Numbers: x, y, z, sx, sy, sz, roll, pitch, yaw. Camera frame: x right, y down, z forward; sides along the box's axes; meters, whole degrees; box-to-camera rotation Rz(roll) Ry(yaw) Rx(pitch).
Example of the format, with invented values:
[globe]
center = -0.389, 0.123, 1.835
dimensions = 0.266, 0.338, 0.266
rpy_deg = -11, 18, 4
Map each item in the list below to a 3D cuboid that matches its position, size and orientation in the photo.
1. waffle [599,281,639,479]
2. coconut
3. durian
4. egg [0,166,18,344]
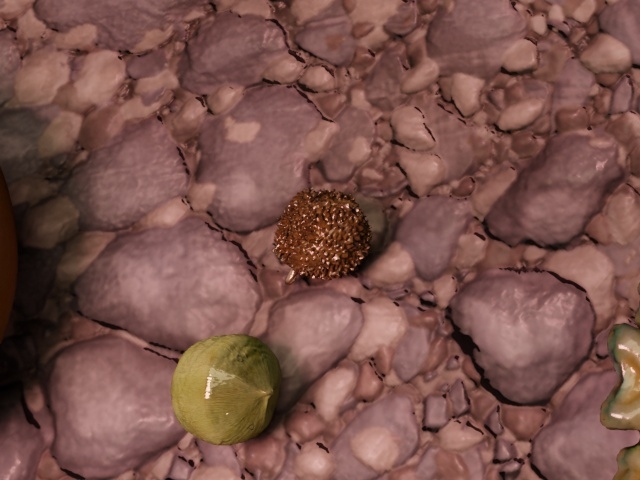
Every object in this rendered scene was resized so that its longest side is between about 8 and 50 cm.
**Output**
[waffle]
center = 0.356, 0.124, 0.846
dimensions = 0.309, 0.056, 0.292
rpy_deg = 3, 70, 13
[coconut]
center = -0.071, 0.115, 0.930
dimensions = 0.096, 0.088, 0.088
rpy_deg = 3, 67, 45
[durian]
center = 0.000, 0.000, 0.968
dimensions = 0.080, 0.080, 0.091
rpy_deg = 33, 96, 22
[egg]
center = -0.379, 0.017, 0.929
dimensions = 0.282, 0.283, 0.351
rpy_deg = -1, 58, 12
